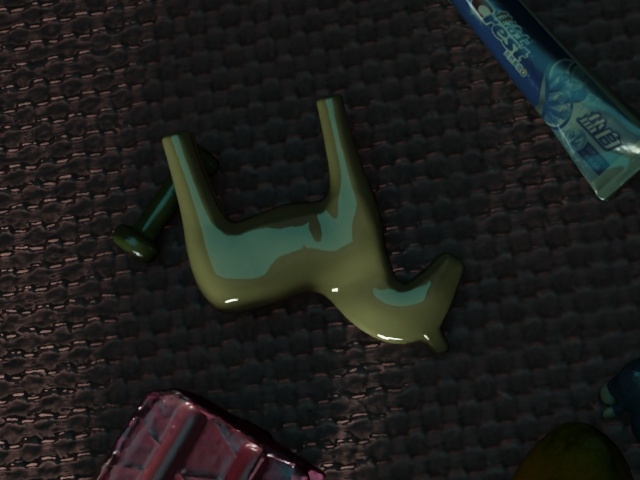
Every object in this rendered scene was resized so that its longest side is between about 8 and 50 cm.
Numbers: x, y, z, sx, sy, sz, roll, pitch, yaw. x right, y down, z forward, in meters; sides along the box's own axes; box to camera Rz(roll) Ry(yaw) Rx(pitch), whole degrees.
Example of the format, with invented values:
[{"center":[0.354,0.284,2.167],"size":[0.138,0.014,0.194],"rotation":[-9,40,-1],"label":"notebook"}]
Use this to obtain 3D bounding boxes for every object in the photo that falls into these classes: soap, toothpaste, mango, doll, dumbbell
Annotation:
[{"center":[-0.131,0.261,1.338],"size":[0.162,0.099,0.250],"rotation":[32,88,15],"label":"soap"},{"center":[0.190,-0.157,1.371],"size":[0.069,0.047,0.268],"rotation":[-37,78,-9],"label":"toothpaste"},{"center":[0.198,0.260,1.246],"size":[0.120,0.151,0.221],"rotation":[12,58,-25],"label":"mango"},{"center":[0.275,0.137,1.300],"size":[0.076,0.050,0.083],"rotation":[-40,77,8],"label":"doll"},{"center":[-0.139,-0.036,1.415],"size":[0.046,0.052,0.118],"rotation":[35,89,2],"label":"dumbbell"}]

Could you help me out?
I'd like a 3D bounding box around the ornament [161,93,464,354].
[{"center":[0.000,0.000,1.359],"size":[0.230,0.061,0.245],"rotation":[-15,91,1],"label":"ornament"}]
